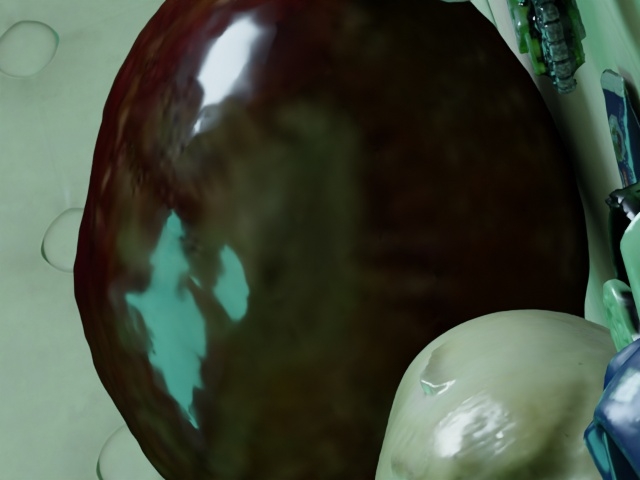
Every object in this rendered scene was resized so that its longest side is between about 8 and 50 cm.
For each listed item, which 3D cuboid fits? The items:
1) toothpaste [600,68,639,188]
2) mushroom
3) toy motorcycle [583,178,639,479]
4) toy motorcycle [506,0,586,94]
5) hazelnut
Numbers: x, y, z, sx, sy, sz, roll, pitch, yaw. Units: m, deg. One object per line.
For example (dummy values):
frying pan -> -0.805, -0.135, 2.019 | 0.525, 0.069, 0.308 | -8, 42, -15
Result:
toothpaste -> 0.160, -0.016, 0.828 | 0.037, 0.021, 0.140 | -119, 10, -75
mushroom -> 0.131, 0.212, 0.911 | 0.315, 0.315, 0.356 | -108, 29, -45
toy motorcycle -> 0.153, 0.135, 0.527 | 0.196, 0.125, 0.331 | 28, -134, -85
toy motorcycle -> 0.081, -0.154, 0.715 | 0.106, 0.074, 0.190 | -95, -14, -48
hazelnut -> 0.000, 0.000, 1.145 | 0.421, 0.353, 0.421 | 9, -90, -69
